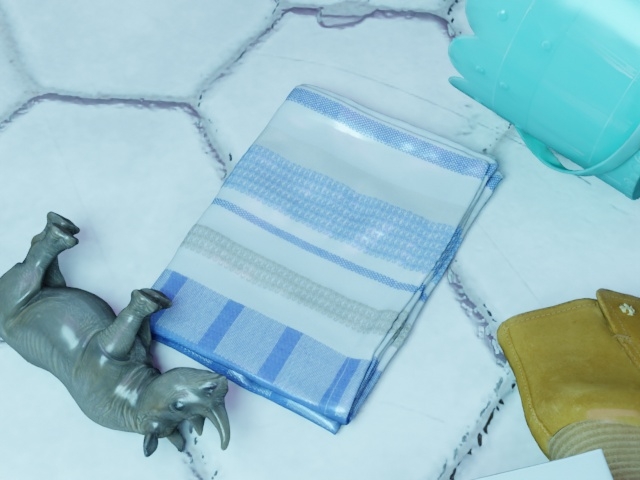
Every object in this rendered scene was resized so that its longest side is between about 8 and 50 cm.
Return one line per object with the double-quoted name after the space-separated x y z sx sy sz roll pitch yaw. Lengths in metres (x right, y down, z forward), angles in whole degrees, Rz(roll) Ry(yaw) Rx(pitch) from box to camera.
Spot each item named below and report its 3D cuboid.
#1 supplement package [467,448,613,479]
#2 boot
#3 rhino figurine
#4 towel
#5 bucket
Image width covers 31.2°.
0.099 0.295 0.660 0.199 0.198 0.262 -12 58 -5 "supplement package"
0.287 0.122 0.829 0.295 0.104 0.211 5 38 -15 "boot"
-0.157 0.083 0.870 0.243 0.073 0.106 36 94 21 "rhino figurine"
0.000 0.000 0.947 0.209 0.034 0.285 25 62 17 "towel"
0.253 -0.179 0.922 0.183 0.281 0.281 40 66 17 "bucket"
